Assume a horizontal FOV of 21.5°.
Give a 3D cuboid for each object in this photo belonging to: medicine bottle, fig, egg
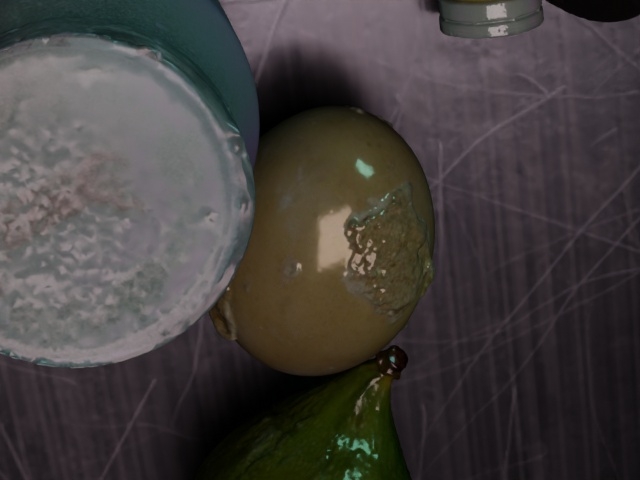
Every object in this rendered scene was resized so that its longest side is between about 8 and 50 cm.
[{"bbox_3d":[0.108,-0.248,1.127,0.074,0.074,0.218,-9,112,-6],"label":"medicine bottle"},{"bbox_3d":[-0.158,-0.067,1.037,0.245,0.290,0.245,-3,113,-8],"label":"medicine bottle"},{"bbox_3d":[0.005,0.180,1.242,0.203,0.203,0.235,20,92,-17],"label":"fig"},{"bbox_3d":[-0.002,0.001,1.162,0.164,0.164,0.201,9,124,-13],"label":"egg"}]

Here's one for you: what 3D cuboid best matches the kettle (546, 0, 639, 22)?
[{"bbox_3d":[0.202,-0.292,1.056,0.236,0.161,0.221,-43,92,-19],"label":"kettle"}]
